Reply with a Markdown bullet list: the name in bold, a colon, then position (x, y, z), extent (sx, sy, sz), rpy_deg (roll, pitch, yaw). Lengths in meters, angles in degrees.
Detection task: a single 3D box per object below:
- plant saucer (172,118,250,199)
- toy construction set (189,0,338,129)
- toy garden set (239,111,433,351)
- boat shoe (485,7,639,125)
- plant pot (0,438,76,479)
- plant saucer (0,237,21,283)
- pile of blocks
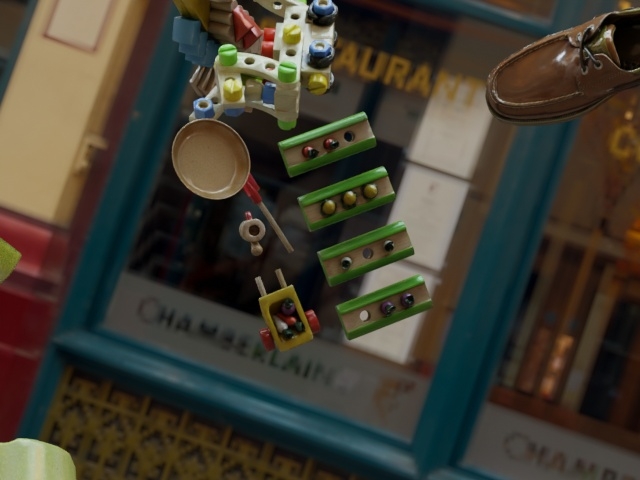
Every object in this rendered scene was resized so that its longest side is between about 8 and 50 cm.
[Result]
- **plant saucer**: position (-0.110, -0.078, 1.457), extent (0.083, 0.083, 0.015), rpy_deg (20, -24, -22)
- **toy construction set**: position (-0.082, -0.306, 2.294), extent (0.215, 0.328, 0.151), rpy_deg (2, -27, 2)
- **toy garden set**: position (0.000, 0.000, 1.700), extent (0.203, 0.244, 0.049), rpy_deg (-21, 4, -8)
- **boat shoe**: position (0.335, -0.223, 1.742), extent (0.307, 0.111, 0.104), rpy_deg (-18, -17, 12)
- **plant pot**: position (-0.446, 0.428, 2.103), extent (0.276, 0.254, 0.276), rpy_deg (-1, -30, 0)
- **plant saucer**: position (-0.486, 0.039, 1.819), extent (0.188, 0.045, 0.188), rpy_deg (-21, -25, 7)
- **pile of blocks**: position (-0.149, -0.320, 2.483), extent (0.112, 0.149, 0.362), rpy_deg (16, -20, 30)
